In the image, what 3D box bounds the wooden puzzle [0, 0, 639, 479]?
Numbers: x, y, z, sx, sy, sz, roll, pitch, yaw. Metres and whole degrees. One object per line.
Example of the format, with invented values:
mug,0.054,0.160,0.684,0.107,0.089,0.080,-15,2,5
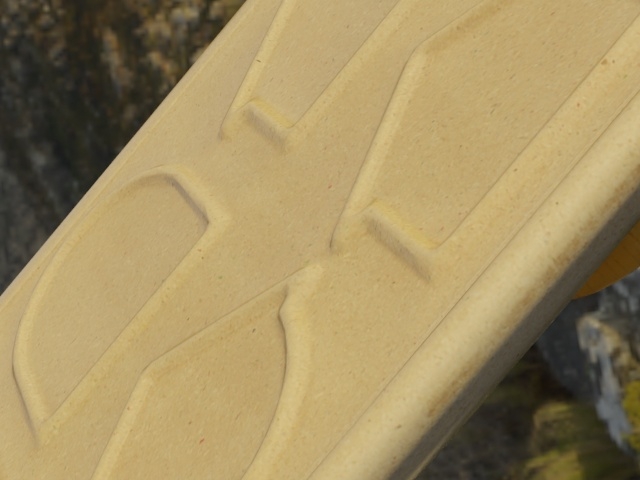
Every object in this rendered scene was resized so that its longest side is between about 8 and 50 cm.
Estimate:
wooden puzzle,0.000,0.000,0.493,0.322,0.080,0.348,-49,25,3
